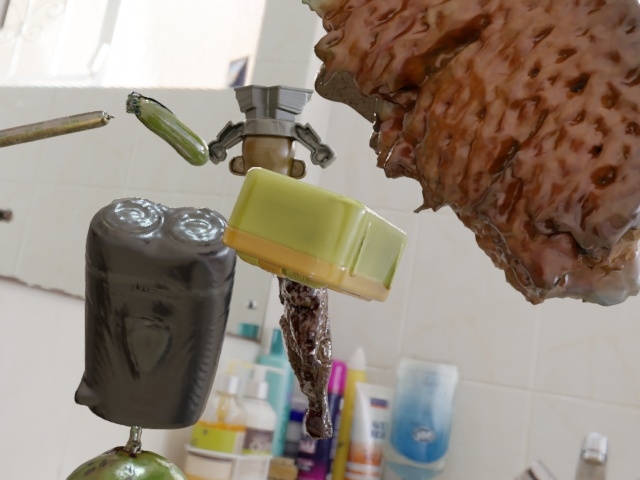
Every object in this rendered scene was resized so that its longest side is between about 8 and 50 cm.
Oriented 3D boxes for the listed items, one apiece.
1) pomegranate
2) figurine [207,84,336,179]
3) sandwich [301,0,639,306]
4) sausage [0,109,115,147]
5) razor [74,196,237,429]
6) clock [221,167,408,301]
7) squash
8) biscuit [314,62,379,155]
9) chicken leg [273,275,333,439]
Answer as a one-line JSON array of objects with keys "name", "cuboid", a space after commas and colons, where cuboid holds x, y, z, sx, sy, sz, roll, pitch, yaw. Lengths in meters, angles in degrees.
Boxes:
[{"name": "pomegranate", "cuboid": [-0.232, 0.333, 0.867, 0.156, 0.220, 0.156, 26, 9, -4]}, {"name": "figurine", "cuboid": [-0.136, -0.264, 2.043, 0.342, 0.285, 0.167, 2, 2, 31]}, {"name": "sandwich", "cuboid": [0.136, -0.101, 0.504, 0.250, 0.301, 0.162, -19, -12, 21]}, {"name": "sausage", "cuboid": [-0.490, -0.195, 1.366, 0.268, 0.033, 0.033, -10, -14, 9]}, {"name": "razor", "cuboid": [-0.232, 0.108, 1.076, 0.204, 0.349, 0.113, 12, 30, -5]}, {"name": "clock", "cuboid": [0.000, 0.000, 0.815, 0.143, 0.096, 0.202, 17, -2, 23]}, {"name": "squash", "cuboid": [-0.254, -0.188, 1.309, 0.052, 0.052, 0.183, -1, -33, 45]}, {"name": "biscuit", "cuboid": [0.193, -0.245, 1.494, 0.432, 0.064, 0.283, 33, -32, -33]}, {"name": "chicken leg", "cuboid": [-0.016, 0.169, 1.237, 0.082, 0.177, 0.323, -9, -48, -7]}]
